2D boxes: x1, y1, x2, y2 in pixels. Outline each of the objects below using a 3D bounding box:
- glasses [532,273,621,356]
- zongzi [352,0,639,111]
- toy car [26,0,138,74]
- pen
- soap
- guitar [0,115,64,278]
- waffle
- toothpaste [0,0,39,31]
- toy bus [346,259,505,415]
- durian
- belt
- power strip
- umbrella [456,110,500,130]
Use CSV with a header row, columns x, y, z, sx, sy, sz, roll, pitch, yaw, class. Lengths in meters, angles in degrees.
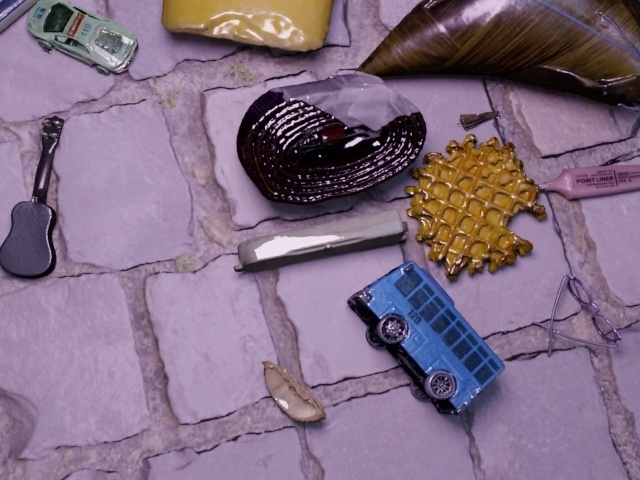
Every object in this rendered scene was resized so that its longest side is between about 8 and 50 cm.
x,y,z,sx,sy,sz,roll,pitch,yaw,class
0.402,0.135,1.224,0.104,0.062,0.139,-30,82,-9,glasses
0.325,-0.291,1.263,0.432,0.208,0.403,-44,96,6,zongzi
-0.395,-0.340,1.246,0.186,0.058,0.093,24,79,-1,toy car
0.464,-0.101,1.295,0.197,0.032,0.053,-7,80,-9,pen
-0.108,-0.513,1.281,0.306,0.115,0.426,8,77,0,soap
-0.443,-0.075,1.195,0.084,0.038,0.270,7,78,-6,guitar
0.257,-0.061,1.258,0.229,0.051,0.231,-21,80,-7,waffle
-0.493,-0.403,1.260,0.057,0.034,0.197,38,73,11,toothpaste
0.159,0.145,1.173,0.134,0.116,0.234,-40,87,-12,toy bus
-0.046,0.236,1.158,0.130,0.066,0.052,41,77,13,durian
0.012,-0.164,1.201,0.289,0.164,0.184,-13,107,-9,belt
0.000,0.003,1.205,0.286,0.080,0.048,-12,74,-6,power strip
0.271,-0.210,1.305,0.083,0.020,0.031,-19,42,-9,umbrella
